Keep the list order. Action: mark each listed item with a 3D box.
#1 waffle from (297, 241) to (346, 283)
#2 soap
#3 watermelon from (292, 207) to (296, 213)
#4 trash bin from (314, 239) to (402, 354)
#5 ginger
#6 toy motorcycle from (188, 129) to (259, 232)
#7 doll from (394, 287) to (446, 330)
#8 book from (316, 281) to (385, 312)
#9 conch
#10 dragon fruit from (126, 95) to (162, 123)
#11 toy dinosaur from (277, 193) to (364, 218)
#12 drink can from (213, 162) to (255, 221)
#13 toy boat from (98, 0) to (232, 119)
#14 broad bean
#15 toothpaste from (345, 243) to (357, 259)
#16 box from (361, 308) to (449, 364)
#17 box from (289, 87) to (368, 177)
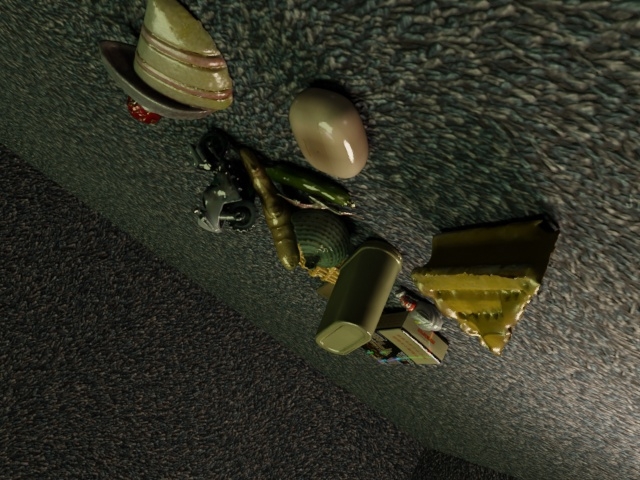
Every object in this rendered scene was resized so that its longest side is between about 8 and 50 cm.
[{"bbox_3d":[0.020,0.082,1.785,0.229,0.057,0.219,32,160,-1],"label":"waffle"},{"bbox_3d":[0.393,0.114,1.144,0.304,0.169,0.338,40,160,-19],"label":"soap"},{"bbox_3d":[-0.101,-0.070,1.601,0.085,0.061,0.085,40,173,6],"label":"watermelon"},{"bbox_3d":[0.097,0.151,1.499,0.121,0.248,0.243,29,148,-8],"label":"trash bin"},{"bbox_3d":[-0.122,-0.087,1.488,0.081,0.148,0.334,-13,119,17],"label":"ginger"},{"bbox_3d":[-0.261,-0.132,1.443,0.271,0.159,0.106,66,-169,4],"label":"toy motorcycle"},{"bbox_3d":[0.286,0.202,1.656,0.180,0.079,0.094,39,-172,1],"label":"doll"},{"bbox_3d":[0.140,0.241,2.028,0.310,0.021,0.217,34,161,-4],"label":"book"},{"bbox_3d":[0.010,-0.004,1.478,0.200,0.131,0.173,-103,-4,-65],"label":"conch"},{"bbox_3d":[-0.434,-0.341,1.469,0.094,0.094,0.190,35,-179,-8],"label":"dragon fruit"},{"bbox_3d":[0.001,-0.085,1.398,0.220,0.032,0.108,13,-177,-1],"label":"toy dinosaur"},{"bbox_3d":[-0.238,-0.125,1.602,0.118,0.118,0.205,32,159,3],"label":"drink can"},{"bbox_3d":[-0.304,-0.354,1.199,0.276,0.111,0.293,37,151,-32],"label":"toy boat"},{"bbox_3d":[-0.034,-0.137,1.372,0.254,0.047,0.065,24,171,21],"label":"broad bean"},{"bbox_3d":[0.114,0.064,1.634,0.164,0.034,0.046,41,159,-23],"label":"toothpaste"},{"bbox_3d":[0.248,0.325,1.913,0.198,0.084,0.310,41,151,-19],"label":"box"},{"bbox_3d":[0.017,-0.199,1.088,0.145,0.088,0.200,24,159,27],"label":"box"}]
